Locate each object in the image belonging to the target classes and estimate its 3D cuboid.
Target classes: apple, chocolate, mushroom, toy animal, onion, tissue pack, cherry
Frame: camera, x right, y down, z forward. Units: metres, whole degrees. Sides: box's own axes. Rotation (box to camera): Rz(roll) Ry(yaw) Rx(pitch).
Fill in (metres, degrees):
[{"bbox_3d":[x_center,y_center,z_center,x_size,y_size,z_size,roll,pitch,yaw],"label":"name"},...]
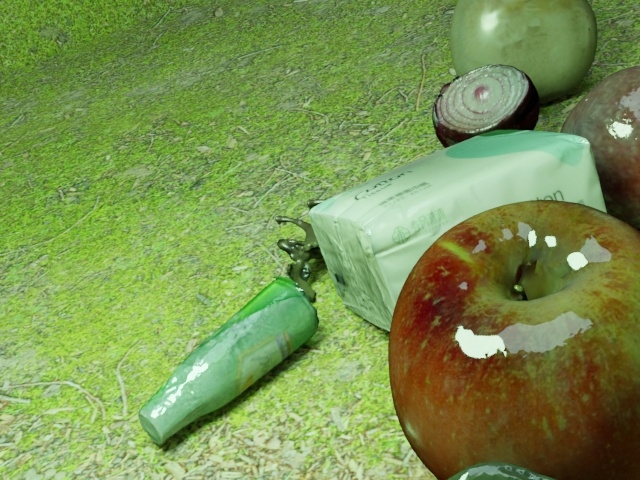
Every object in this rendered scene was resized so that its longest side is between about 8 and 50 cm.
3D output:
[{"bbox_3d":[0.239,0.133,1.121,0.348,0.277,0.348,-12,40,11],"label":"apple"},{"bbox_3d":[-0.132,0.173,1.434,0.110,0.110,0.291,18,46,43],"label":"chocolate"},{"bbox_3d":[0.389,-0.411,2.027,0.292,0.292,0.290,-14,13,2],"label":"mushroom"},{"bbox_3d":[0.000,0.000,1.663,0.214,0.094,0.186,-29,36,-28],"label":"toy animal"},{"bbox_3d":[0.302,-0.196,1.821,0.195,0.140,0.218,-13,54,12],"label":"onion"},{"bbox_3d":[0.198,-0.026,1.475,0.356,0.194,0.266,-23,14,-15],"label":"tissue pack"},{"bbox_3d":[0.476,-0.144,1.550,0.212,0.236,0.285,-5,54,-22],"label":"cherry"}]

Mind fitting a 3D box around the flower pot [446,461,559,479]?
[{"bbox_3d":[0.178,0.357,0.868,0.301,0.213,0.302,-12,30,7],"label":"flower pot"}]
